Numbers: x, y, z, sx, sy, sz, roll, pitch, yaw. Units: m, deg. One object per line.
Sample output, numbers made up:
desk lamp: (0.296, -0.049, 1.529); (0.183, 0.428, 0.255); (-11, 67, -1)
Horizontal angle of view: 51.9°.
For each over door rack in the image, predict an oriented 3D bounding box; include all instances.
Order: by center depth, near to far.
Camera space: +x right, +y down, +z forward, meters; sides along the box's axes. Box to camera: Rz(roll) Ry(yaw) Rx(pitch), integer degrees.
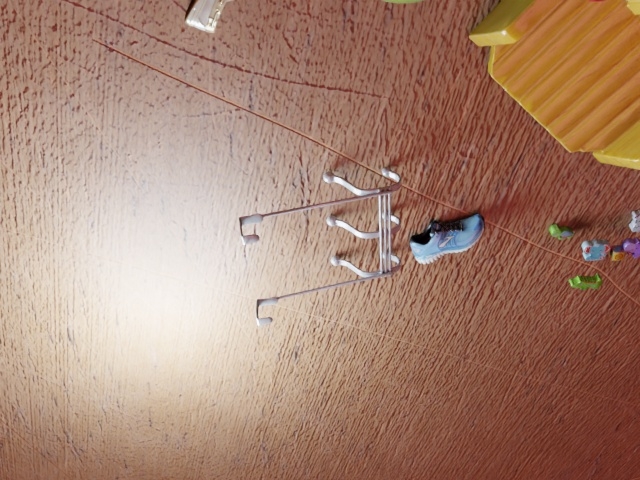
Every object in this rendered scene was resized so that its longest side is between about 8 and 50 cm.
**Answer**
over door rack: (0.000, 0.000, 1.268); (0.324, 0.108, 0.240); (-19, 133, -14)

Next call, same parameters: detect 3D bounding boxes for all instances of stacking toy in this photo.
stacking toy: (0.582, 0.015, 1.297); (0.221, 0.167, 0.052); (-5, 131, 2)

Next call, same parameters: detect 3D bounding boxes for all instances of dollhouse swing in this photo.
dollhouse swing: (0.457, -0.245, 0.937); (0.346, 0.305, 0.315); (36, 115, -20)

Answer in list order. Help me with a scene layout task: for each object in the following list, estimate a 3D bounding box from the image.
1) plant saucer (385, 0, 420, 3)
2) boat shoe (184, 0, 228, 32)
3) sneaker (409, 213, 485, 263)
plant saucer: (0.134, -0.456, 0.949); (0.240, 0.037, 0.241); (-2, 130, -2)
boat shoe: (-0.143, -0.383, 0.982); (0.059, 0.063, 0.170); (24, 135, -25)
sneaker: (0.253, -0.011, 1.323); (0.162, 0.063, 0.073); (-27, 124, 18)
